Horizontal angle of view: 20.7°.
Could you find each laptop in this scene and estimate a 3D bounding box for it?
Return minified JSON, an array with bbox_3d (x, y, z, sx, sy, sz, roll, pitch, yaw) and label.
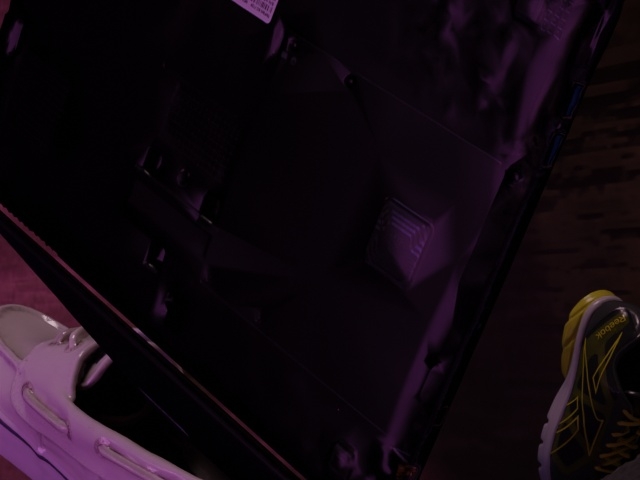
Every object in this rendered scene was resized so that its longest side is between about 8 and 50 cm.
[{"bbox_3d":[0.000,0.000,0.570,0.234,0.137,0.264,36,112,40],"label":"laptop"}]

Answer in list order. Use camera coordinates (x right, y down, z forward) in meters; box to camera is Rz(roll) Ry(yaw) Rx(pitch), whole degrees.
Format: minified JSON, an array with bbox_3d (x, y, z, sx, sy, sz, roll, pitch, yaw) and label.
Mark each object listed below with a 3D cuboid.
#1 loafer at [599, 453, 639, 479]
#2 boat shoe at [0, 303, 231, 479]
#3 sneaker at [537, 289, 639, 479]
[{"bbox_3d":[0.161,0.086,0.441,0.087,0.094,0.251,63,158,-3],"label":"loafer"},{"bbox_3d":[-0.106,0.085,0.873,0.267,0.096,0.088,42,121,50],"label":"boat shoe"},{"bbox_3d":[0.096,0.060,0.587,0.035,0.031,0.083,14,102,58],"label":"sneaker"}]
